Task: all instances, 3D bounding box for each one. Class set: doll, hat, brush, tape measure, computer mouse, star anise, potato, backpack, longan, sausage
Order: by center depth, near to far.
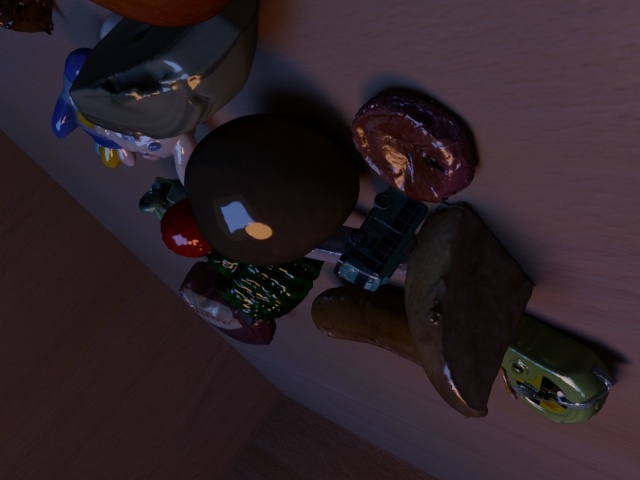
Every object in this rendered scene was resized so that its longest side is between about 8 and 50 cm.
[{"bbox_3d":[-0.215,-0.247,0.946,0.429,0.228,0.145,10,155,49],"label":"computer mouse"},{"bbox_3d":[0.175,0.109,1.020,0.211,0.264,0.189,41,152,-25],"label":"potato"},{"bbox_3d":[-0.077,-0.078,1.074,0.300,0.243,0.300,5,179,0],"label":"longan"},{"bbox_3d":[0.394,0.222,1.109,0.200,0.106,0.175,24,145,36],"label":"tape measure"},{"bbox_3d":[0.314,0.205,1.195,0.013,0.103,0.272,-22,143,16],"label":"brush"},{"bbox_3d":[-0.591,-0.480,1.226,0.237,0.148,0.346,24,168,-32],"label":"star anise"},{"bbox_3d":[-0.394,-0.252,1.299,0.366,0.187,0.375,8,118,38],"label":"doll"},{"bbox_3d":[-0.170,0.007,1.382,0.332,0.242,0.274,29,147,-19],"label":"hat"},{"bbox_3d":[0.153,0.177,1.388,0.123,0.136,0.501,29,168,-37],"label":"sausage"},{"bbox_3d":[-0.255,0.209,2.092,0.283,0.197,0.317,22,160,35],"label":"backpack"}]

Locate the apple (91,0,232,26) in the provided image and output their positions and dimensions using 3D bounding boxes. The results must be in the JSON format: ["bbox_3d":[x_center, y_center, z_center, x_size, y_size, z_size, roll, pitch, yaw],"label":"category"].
[{"bbox_3d":[-0.184,-0.332,0.676,0.230,0.230,0.230,33,160,14],"label":"apple"}]

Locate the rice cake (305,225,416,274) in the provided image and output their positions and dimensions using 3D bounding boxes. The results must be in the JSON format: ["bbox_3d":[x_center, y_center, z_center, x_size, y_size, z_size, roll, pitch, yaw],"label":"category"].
[{"bbox_3d":[0.000,0.000,1.200,0.365,0.072,0.056,11,154,19],"label":"rice cake"}]

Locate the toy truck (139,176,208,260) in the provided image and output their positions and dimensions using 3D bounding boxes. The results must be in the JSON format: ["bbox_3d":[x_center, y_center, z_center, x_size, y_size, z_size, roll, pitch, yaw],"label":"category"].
[{"bbox_3d":[-0.302,-0.065,1.607,0.279,0.156,0.155,23,155,39],"label":"toy truck"}]

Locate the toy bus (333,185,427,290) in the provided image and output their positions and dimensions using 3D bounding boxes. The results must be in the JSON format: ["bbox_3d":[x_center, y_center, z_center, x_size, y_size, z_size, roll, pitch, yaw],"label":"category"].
[{"bbox_3d":[0.095,0.001,1.049,0.092,0.160,0.079,33,160,8],"label":"toy bus"}]

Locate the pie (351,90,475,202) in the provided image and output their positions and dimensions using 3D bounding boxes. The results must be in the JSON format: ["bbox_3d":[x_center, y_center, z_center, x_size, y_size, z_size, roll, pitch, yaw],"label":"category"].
[{"bbox_3d":[0.123,-0.124,0.886,0.182,0.049,0.182,31,155,16],"label":"pie"}]
